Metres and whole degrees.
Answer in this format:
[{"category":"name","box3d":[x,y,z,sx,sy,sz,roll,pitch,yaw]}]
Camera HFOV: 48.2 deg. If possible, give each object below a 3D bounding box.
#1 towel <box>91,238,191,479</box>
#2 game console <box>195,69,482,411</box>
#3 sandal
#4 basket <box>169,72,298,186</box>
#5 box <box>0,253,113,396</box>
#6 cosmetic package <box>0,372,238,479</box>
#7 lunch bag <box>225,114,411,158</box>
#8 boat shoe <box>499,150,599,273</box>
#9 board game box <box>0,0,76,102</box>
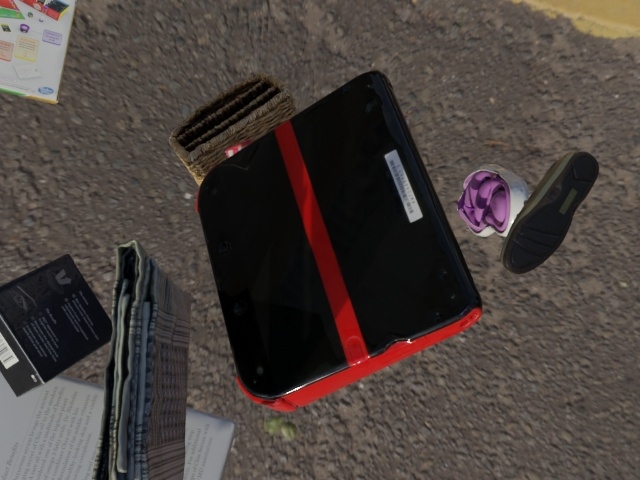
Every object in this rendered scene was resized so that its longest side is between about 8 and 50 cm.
[{"category":"towel","box3d":[-0.201,0.185,0.887,0.056,0.324,0.312,2,75,1]},{"category":"game console","box3d":[0.000,0.000,0.955,0.342,0.060,0.386,-28,62,19]},{"category":"sandal","box3d":[0.357,-0.093,1.591,0.102,0.416,0.169,4,92,-3]},{"category":"basket","box3d":[-0.217,-0.285,1.722,0.299,0.223,0.213,-35,65,-5]},{"category":"box","box3d":[-0.425,0.129,1.100,0.093,0.158,0.155,-29,94,38]},{"category":"cosmetic package","box3d":[-0.394,0.375,1.263,0.454,0.161,0.229,16,73,-1]},{"category":"lunch bag","box3d":[0.011,-0.148,1.220,0.258,0.293,0.120,-22,105,-40]},{"category":"boat shoe","box3d":[0.300,-0.036,0.969,0.068,0.072,0.190,40,85,-16]},{"category":"board game box","box3d":[-0.633,-0.464,1.461,0.242,0.064,0.316,12,92,-27]}]
